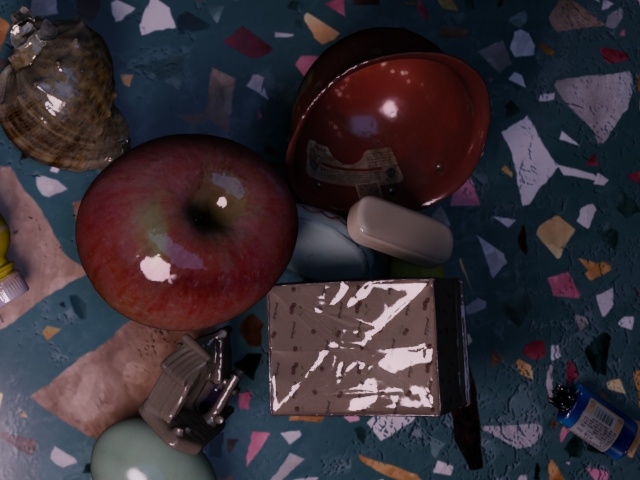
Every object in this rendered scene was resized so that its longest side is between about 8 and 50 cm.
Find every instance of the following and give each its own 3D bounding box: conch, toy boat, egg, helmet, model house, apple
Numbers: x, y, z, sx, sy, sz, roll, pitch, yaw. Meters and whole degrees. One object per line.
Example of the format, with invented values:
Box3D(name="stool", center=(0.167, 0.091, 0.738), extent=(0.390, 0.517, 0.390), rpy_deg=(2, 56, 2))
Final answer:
Box3D(name="conch", center=(-0.413, -0.236, 1.721), extent=(0.210, 0.159, 0.291), rpy_deg=(-39, 101, -17))
Box3D(name="toy boat", center=(0.000, 0.000, 1.869), extent=(0.207, 0.134, 0.079), rpy_deg=(24, 38, -16))
Box3D(name="egg", center=(-0.265, 0.383, 1.732), extent=(0.231, 0.168, 0.168), rpy_deg=(42, 76, -18))
Box3D(name="helmet", center=(0.096, -0.234, 1.817), extent=(0.337, 0.385, 0.230), rpy_deg=(2, 46, -16))
Box3D(name="model house", center=(-0.196, 0.227, 1.731), extent=(0.122, 0.229, 0.188), rpy_deg=(24, 95, 9))
Box3D(name="apple", center=(-0.215, -0.007, 1.707), extent=(0.345, 0.269, 0.345), rpy_deg=(9, 66, -22))

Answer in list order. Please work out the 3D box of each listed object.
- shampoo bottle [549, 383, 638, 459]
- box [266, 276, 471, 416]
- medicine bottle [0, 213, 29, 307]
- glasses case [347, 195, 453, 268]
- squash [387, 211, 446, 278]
Box3D(name="shampoo bottle", center=(0.516, 0.338, 2.046), extent=(0.183, 0.050, 0.087), rpy_deg=(35, 80, -14))
Box3D(name="box", center=(0.079, 0.175, 1.772), extent=(0.297, 0.190, 0.225), rpy_deg=(-4, 87, 19))
Box3D(name="medicine bottle", center=(-0.544, 0.006, 1.686), extent=(0.122, 0.122, 0.212), rpy_deg=(-34, 97, -16))
Box3D(name="glasses case", center=(0.138, -0.014, 1.840), extent=(0.196, 0.050, 0.083), rpy_deg=(21, 60, -22))
Box3D(name="squash", center=(0.180, 0.062, 1.917), extent=(0.137, 0.137, 0.287), rpy_deg=(6, 82, -17))
